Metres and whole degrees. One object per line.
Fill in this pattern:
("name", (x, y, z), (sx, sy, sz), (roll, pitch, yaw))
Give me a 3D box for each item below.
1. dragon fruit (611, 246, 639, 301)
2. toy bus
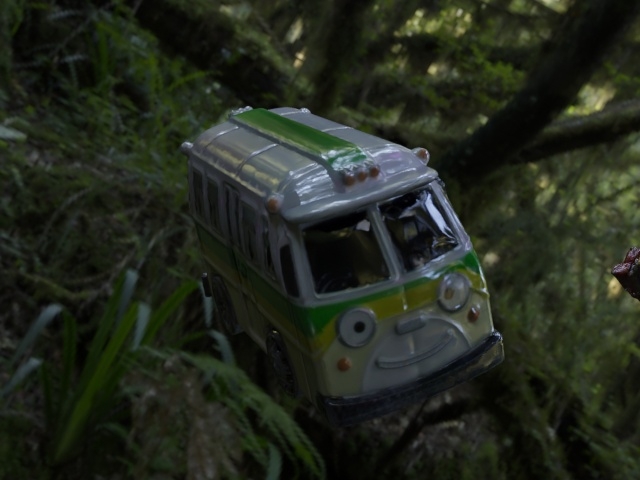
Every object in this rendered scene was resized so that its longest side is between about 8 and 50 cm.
("dragon fruit", (0.462, 0.061, 1.210), (0.122, 0.092, 0.192), (13, 22, -45))
("toy bus", (0.000, 0.000, 0.751), (0.143, 0.179, 0.305), (-18, 21, -17))
